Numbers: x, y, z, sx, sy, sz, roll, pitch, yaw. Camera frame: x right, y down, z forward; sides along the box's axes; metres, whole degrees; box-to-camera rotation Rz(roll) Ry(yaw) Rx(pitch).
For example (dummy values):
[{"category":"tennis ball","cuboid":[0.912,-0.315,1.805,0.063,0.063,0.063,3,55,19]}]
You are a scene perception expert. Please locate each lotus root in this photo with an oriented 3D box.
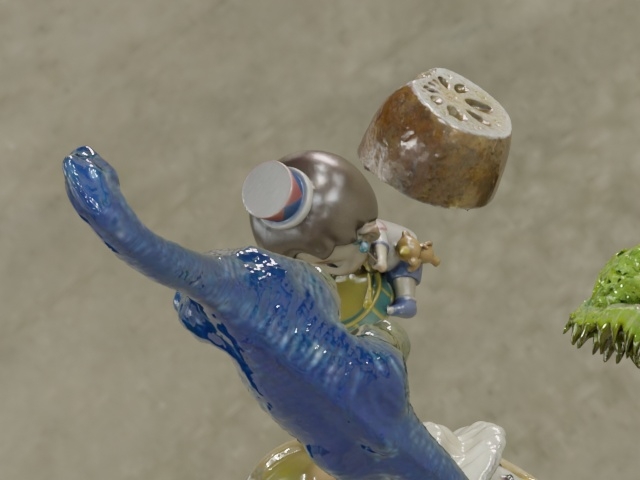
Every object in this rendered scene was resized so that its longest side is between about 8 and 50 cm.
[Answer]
[{"category":"lotus root","cuboid":[0.100,-0.079,1.489,0.081,0.112,0.122,-59,-13,27]}]

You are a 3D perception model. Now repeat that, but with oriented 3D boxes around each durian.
[{"category":"durian","cuboid":[0.288,0.060,1.613,0.132,0.106,0.375,-54,-1,13]}]

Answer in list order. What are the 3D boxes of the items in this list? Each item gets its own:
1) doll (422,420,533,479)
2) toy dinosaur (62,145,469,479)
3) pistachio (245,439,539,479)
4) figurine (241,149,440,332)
[{"category":"doll","cuboid":[0.136,0.225,1.212,0.119,0.293,0.138,-42,10,9]},{"category":"toy dinosaur","cuboid":[-0.003,0.061,0.728,0.075,0.248,0.188,-39,-2,5]},{"category":"pistachio","cuboid":[0.109,0.367,1.927,0.365,0.445,0.281,-32,25,27]},{"category":"figurine","cuboid":[0.005,-0.008,2.120,0.161,0.275,0.158,18,68,52]}]
